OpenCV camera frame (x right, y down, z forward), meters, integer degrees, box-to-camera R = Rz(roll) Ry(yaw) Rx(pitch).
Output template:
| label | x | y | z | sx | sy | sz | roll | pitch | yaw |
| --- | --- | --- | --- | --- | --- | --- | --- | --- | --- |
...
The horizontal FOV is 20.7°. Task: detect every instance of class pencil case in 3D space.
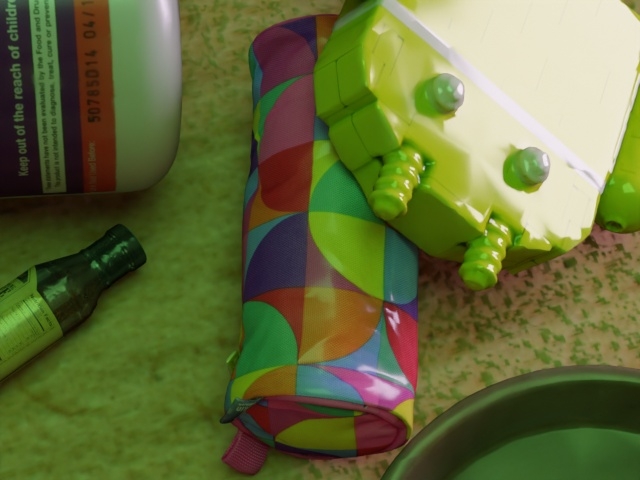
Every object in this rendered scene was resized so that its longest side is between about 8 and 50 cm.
| label | x | y | z | sx | sy | sz | roll | pitch | yaw |
| --- | --- | --- | --- | --- | --- | --- | --- | --- | --- |
| pencil case | 0.000 | 0.000 | 0.919 | 0.104 | 0.104 | 0.236 | 7 | 65 | -3 |

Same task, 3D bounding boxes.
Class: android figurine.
| label | x | y | z | sx | sy | sz | roll | pitch | yaw |
| --- | --- | --- | --- | --- | --- | --- | --- | --- | --- |
| android figurine | 0.092 | -0.097 | 0.930 | 0.248 | 0.056 | 0.273 | 40 | 51 | -21 |

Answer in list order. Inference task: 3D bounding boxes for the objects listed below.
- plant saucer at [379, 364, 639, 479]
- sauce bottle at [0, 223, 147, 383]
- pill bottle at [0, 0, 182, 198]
| label | x | y | z | sx | sy | sz | roll | pitch | yaw |
| --- | --- | --- | --- | --- | --- | --- | --- | --- | --- |
| plant saucer | 0.146 | 0.198 | 0.879 | 0.278 | 0.041 | 0.278 | 3 | 66 | -6 |
| sauce bottle | -0.148 | 0.037 | 0.916 | 0.128 | 0.042 | 0.042 | -36 | 75 | -22 |
| pill bottle | -0.236 | -0.107 | 0.892 | 0.323 | 0.181 | 0.181 | -4 | 67 | -9 |
